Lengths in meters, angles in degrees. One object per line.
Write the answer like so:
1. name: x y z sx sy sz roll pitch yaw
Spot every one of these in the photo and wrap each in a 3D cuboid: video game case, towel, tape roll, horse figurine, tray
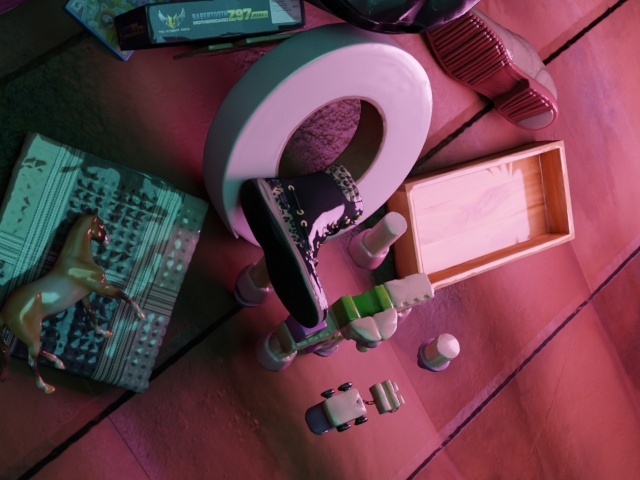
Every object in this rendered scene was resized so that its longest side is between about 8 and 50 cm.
1. video game case: -0.291 -0.370 1.514 0.119 0.015 0.166 41 71 -30
2. towel: -0.344 0.035 1.499 0.312 0.056 0.324 23 83 -31
3. tape roll: 0.000 -0.153 1.583 0.392 0.072 0.392 -24 141 -21
4. horse figurine: -0.369 0.097 1.419 0.263 0.066 0.174 -39 119 -26
5. tray: 0.310 -0.052 1.926 0.411 0.076 0.202 -17 103 -34

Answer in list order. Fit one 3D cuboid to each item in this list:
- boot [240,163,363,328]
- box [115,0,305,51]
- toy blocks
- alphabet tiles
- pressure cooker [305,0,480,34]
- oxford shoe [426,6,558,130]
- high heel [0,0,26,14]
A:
1. boot: 0.000 -0.002 1.505 0.179 0.085 0.236 -18 78 -36
2. box: -0.162 -0.317 1.465 0.233 0.183 0.059 -10 100 -22
3. toy blocks: 0.026 0.158 1.643 0.289 0.260 0.308 -15 73 -31
4. alphabet tiles: -0.096 -0.301 1.544 0.237 0.198 0.009 -15 100 -33
5. pressure cooker: 0.058 -0.521 1.510 0.376 0.420 0.369 -11 115 -18
6. oxford shoe: 0.320 -0.353 1.904 0.348 0.123 0.130 41 45 -29
7. high heel: -0.303 -0.375 1.427 0.377 0.127 0.181 2 88 -17
